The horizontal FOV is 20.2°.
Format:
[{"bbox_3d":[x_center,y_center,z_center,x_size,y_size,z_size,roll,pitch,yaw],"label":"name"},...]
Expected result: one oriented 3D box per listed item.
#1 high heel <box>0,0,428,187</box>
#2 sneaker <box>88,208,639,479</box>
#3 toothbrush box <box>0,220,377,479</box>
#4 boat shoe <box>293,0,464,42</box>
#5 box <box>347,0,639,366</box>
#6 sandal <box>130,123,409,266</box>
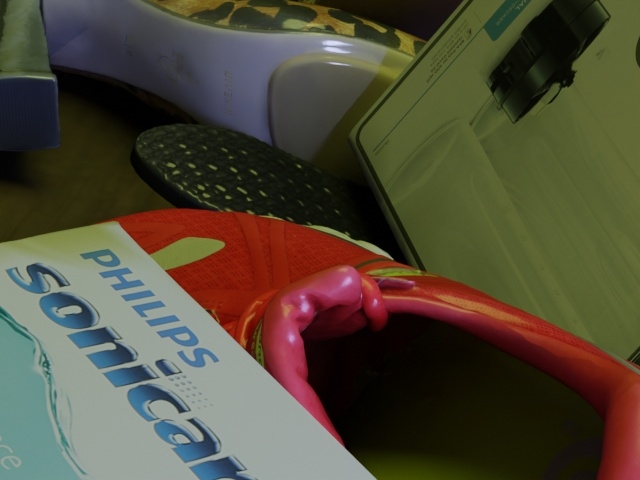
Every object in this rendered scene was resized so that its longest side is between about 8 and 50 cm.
[{"bbox_3d":[-0.035,-0.097,0.832,0.261,0.093,0.186,5,32,-13],"label":"high heel"},{"bbox_3d":[0.003,0.036,0.544,0.279,0.107,0.118,14,-16,33],"label":"sneaker"},{"bbox_3d":[-0.119,0.121,0.403,0.295,0.126,0.216,-13,41,-39],"label":"toothbrush box"},{"bbox_3d":[0.015,-0.114,0.891,0.257,0.095,0.095,18,32,24],"label":"boat shoe"},{"bbox_3d":[0.130,0.003,0.640,0.087,0.169,0.290,26,26,-35],"label":"box"},{"bbox_3d":[0.000,0.000,0.751,0.179,0.040,0.067,19,33,-26],"label":"sandal"}]
